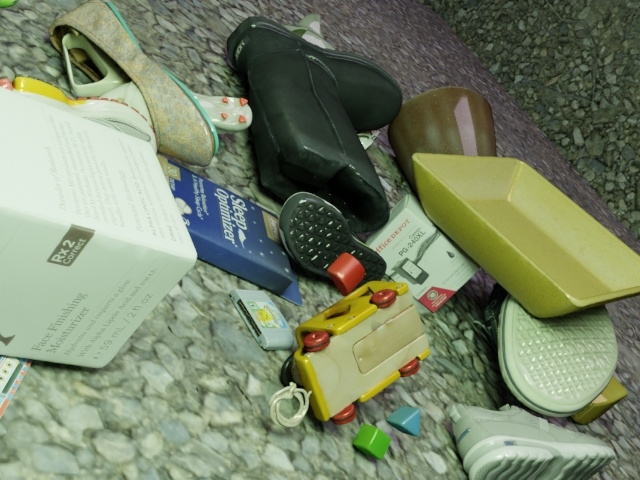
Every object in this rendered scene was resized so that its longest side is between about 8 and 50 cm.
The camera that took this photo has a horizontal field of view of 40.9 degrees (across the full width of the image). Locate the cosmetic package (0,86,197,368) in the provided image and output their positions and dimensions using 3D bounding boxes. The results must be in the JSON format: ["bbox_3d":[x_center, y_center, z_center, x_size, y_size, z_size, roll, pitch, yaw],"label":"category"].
[{"bbox_3d":[-0.230,-0.009,0.694,0.184,0.151,0.151,17,34,-44],"label":"cosmetic package"}]

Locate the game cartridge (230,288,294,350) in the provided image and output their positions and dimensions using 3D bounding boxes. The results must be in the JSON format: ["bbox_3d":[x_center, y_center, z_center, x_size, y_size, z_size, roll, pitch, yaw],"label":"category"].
[{"bbox_3d":[-0.065,0.089,0.980,0.056,0.017,0.083,12,38,-55],"label":"game cartridge"}]

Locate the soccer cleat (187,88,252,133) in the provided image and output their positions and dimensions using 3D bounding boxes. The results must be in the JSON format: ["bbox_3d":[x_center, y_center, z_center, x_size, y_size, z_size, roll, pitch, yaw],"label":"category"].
[{"bbox_3d":[-0.193,-0.187,1.210,0.196,0.076,0.068,13,71,-22],"label":"soccer cleat"}]

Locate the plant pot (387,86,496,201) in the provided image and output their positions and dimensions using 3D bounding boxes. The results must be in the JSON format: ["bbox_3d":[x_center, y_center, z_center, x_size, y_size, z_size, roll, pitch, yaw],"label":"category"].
[{"bbox_3d":[0.255,-0.141,1.672,0.215,0.215,0.230,23,44,-36],"label":"plant pot"}]

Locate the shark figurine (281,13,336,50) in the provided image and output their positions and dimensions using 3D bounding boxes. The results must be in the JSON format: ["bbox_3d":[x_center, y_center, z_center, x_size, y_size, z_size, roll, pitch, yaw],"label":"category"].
[{"bbox_3d":[-0.002,-0.373,1.654,0.278,0.166,0.116,25,63,-26],"label":"shark figurine"}]

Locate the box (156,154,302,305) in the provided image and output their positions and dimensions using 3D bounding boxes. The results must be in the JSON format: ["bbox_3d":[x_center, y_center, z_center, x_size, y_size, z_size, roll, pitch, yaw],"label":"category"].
[{"bbox_3d":[-0.110,-0.011,1.059,0.225,0.036,0.136,28,27,-31],"label":"box"}]

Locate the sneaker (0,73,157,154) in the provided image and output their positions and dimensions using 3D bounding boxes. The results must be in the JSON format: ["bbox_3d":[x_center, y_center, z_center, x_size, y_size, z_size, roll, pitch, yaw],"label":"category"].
[{"bbox_3d":[-0.270,-0.104,0.937,0.225,0.088,0.092,6,63,-54],"label":"sneaker"}]

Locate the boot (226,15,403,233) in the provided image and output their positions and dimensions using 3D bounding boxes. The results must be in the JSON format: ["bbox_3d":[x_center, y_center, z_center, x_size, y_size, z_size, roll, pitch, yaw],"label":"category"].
[{"bbox_3d":[0.038,-0.178,1.422,0.367,0.146,0.445,16,29,-27],"label":"boot"}]

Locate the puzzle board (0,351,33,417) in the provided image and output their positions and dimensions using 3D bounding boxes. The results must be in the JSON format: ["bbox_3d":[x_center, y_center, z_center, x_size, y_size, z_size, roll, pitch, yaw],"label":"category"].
[{"bbox_3d":[-0.275,0.077,0.683,0.096,0.011,0.128,35,25,-15],"label":"puzzle board"}]

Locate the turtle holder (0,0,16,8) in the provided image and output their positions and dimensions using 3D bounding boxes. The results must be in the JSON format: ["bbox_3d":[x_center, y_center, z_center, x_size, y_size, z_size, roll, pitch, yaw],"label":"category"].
[{"bbox_3d":[-0.400,-0.217,0.724,0.320,0.227,0.243,18,32,-42],"label":"turtle holder"}]

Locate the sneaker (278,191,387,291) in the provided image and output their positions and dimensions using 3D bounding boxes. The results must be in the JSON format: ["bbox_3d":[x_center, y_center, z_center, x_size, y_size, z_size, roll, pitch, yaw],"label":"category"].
[{"bbox_3d":[0.000,0.000,1.145,0.097,0.084,0.235,42,-1,40],"label":"sneaker"}]

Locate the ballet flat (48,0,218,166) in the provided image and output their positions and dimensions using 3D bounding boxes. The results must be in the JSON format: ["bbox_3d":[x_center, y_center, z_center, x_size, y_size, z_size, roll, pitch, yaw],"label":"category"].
[{"bbox_3d":[-0.250,-0.187,1.081,0.106,0.107,0.316,-24,55,-28],"label":"ballet flat"}]

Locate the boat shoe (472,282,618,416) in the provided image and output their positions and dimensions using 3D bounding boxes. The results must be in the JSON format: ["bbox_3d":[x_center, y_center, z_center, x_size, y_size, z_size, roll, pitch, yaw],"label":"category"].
[{"bbox_3d":[0.341,0.140,1.332,0.187,0.156,0.500,33,25,1],"label":"boat shoe"}]

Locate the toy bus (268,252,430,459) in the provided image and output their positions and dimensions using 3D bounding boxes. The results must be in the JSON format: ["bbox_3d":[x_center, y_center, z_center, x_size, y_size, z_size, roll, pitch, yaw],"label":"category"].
[{"bbox_3d":[0.021,0.124,0.939,0.202,0.191,0.104,26,-15,-33],"label":"toy bus"}]

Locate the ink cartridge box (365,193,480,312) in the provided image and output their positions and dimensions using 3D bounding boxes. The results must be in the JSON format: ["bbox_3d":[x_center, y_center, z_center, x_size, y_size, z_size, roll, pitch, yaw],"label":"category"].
[{"bbox_3d":[0.154,0.019,1.318,0.150,0.109,0.063,38,27,-7],"label":"ink cartridge box"}]

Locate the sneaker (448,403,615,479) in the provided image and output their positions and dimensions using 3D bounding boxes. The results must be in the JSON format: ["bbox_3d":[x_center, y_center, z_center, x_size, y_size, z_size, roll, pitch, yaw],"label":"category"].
[{"bbox_3d":[0.279,0.257,1.108,0.281,0.105,0.115,20,31,-41],"label":"sneaker"}]

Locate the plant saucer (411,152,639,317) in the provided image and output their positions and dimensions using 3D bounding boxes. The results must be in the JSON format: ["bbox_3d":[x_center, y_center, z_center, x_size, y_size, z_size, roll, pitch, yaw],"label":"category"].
[{"bbox_3d":[0.318,-0.002,1.296,0.333,0.081,0.333,-3,42,-49],"label":"plant saucer"}]

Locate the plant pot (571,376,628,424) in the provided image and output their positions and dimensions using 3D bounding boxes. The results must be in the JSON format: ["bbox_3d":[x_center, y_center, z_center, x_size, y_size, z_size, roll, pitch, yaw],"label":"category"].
[{"bbox_3d":[0.430,0.251,1.392,0.083,0.081,0.081,-15,59,-49],"label":"plant pot"}]

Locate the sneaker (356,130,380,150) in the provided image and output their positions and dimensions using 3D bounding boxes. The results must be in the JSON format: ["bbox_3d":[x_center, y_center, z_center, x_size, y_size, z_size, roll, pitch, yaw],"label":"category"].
[{"bbox_3d":[0.086,-0.206,1.688,0.044,0.040,0.109,39,23,-1],"label":"sneaker"}]
